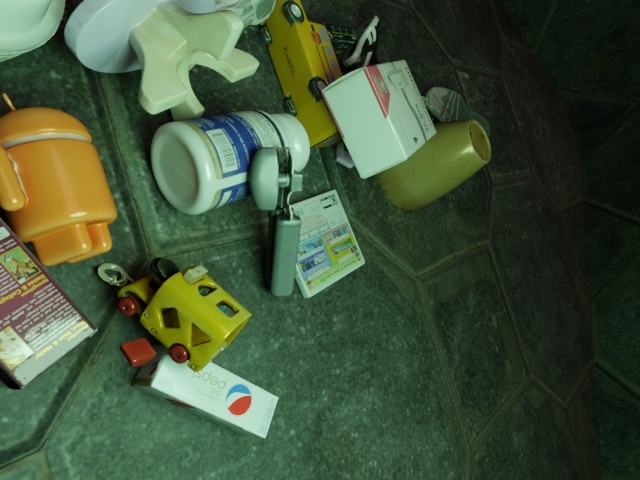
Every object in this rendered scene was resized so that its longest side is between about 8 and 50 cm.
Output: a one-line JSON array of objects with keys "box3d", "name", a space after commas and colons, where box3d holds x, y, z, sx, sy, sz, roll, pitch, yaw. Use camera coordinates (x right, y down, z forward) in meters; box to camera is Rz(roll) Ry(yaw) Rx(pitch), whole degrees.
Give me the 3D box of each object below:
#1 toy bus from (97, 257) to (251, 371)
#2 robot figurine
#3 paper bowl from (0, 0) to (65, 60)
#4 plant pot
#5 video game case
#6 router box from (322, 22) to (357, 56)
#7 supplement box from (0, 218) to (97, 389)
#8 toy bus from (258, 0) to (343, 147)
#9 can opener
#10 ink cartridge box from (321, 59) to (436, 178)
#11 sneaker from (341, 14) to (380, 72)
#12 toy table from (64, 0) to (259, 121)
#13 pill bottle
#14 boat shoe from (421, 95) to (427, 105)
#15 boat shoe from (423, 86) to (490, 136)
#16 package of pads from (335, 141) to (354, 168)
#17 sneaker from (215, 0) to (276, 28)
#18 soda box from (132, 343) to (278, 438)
[{"box3d": [-0.198, 0.084, 0.632, 0.202, 0.104, 0.190, 22, 26, -38], "name": "toy bus"}, {"box3d": [-0.355, -0.079, 0.584, 0.158, 0.128, 0.219, -19, 91, -43], "name": "robot figurine"}, {"box3d": [-0.438, -0.365, 0.516, 0.284, 0.148, 0.283, -6, 90, -69], "name": "paper bowl"}, {"box3d": [0.321, -0.223, 1.199, 0.237, 0.255, 0.236, 17, 65, -41], "name": "plant pot"}, {"box3d": [0.000, 0.000, 0.975, 0.212, 0.023, 0.193, -26, 95, -46], "name": "video game case"}, {"box3d": [0.022, -0.506, 1.117, 0.123, 0.092, 0.038, -20, 91, -45], "name": "router box"}, {"box3d": [-0.386, 0.076, 0.531, 0.188, 0.081, 0.104, 56, 46, -14], "name": "supplement box"}, {"box3d": [-0.026, -0.391, 1.020, 0.130, 0.108, 0.332, -19, 90, -46], "name": "toy bus"}, {"box3d": [-0.087, -0.029, 0.775, 0.095, 0.076, 0.283, -3, 119, -22], "name": "can opener"}, {"box3d": [0.146, -0.289, 1.002, 0.207, 0.117, 0.283, 63, 35, -11], "name": "ink cartridge box"}, {"box3d": [0.140, -0.536, 1.261, 0.121, 0.079, 0.216, 42, 59, -31], "name": "sneaker"}, {"box3d": [-0.236, -0.306, 0.717, 0.161, 0.252, 0.274, 46, 58, -1], "name": "toy table"}, {"box3d": [-0.149, -0.152, 0.788, 0.265, 0.153, 0.153, -27, 96, -46], "name": "pill bottle"}, {"box3d": [0.204, -0.371, 1.251, 0.285, 0.089, 0.104, -35, 102, -44], "name": "boat shoe"}, {"box3d": [0.463, -0.427, 1.530, 0.321, 0.103, 0.118, 17, 84, -34], "name": "boat shoe"}, {"box3d": [0.065, -0.230, 1.109, 0.050, 0.032, 0.083, 25, 60, -38], "name": "package of pads"}, {"box3d": [-0.202, -0.482, 0.912, 0.115, 0.090, 0.232, 38, 59, 10], "name": "sneaker"}, {"box3d": [-0.174, 0.239, 0.688, 0.216, 0.074, 0.069, 40, 52, -28], "name": "soda box"}]
